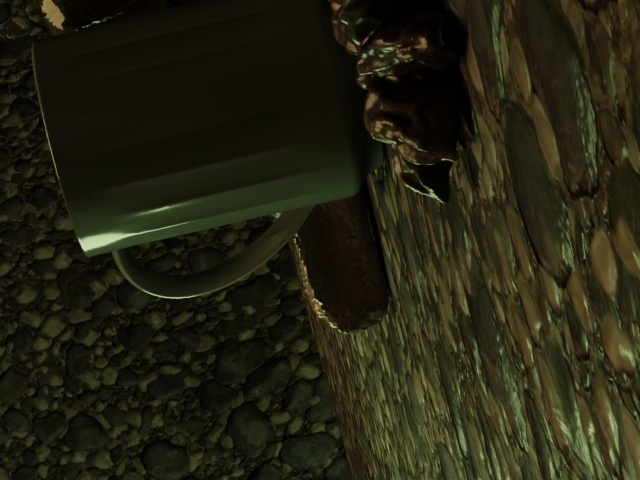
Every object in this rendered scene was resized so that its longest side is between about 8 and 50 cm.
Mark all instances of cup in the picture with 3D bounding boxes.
[{"bbox_3d":[-0.107,-0.096,1.534,0.237,0.327,0.323,-113,10,-61],"label":"cup"}]

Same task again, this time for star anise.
[{"bbox_3d":[0.049,-0.143,1.021,0.197,0.073,0.212,77,174,-50],"label":"star anise"}]

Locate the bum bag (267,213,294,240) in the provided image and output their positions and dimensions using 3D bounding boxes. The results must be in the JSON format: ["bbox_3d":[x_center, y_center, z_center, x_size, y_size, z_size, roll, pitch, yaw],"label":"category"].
[{"bbox_3d":[-0.051,-0.049,2.272,0.248,0.069,0.102,41,163,-8],"label":"bum bag"}]

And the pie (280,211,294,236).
[{"bbox_3d":[0.000,0.000,1.946,0.277,0.078,0.277,63,174,12],"label":"pie"}]

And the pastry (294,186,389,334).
[{"bbox_3d":[0.012,-0.020,1.744,0.112,0.103,0.265,-122,20,-65],"label":"pastry"}]

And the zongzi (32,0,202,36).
[{"bbox_3d":[-0.152,-0.317,1.533,0.360,0.323,0.160,142,106,-80],"label":"zongzi"}]
